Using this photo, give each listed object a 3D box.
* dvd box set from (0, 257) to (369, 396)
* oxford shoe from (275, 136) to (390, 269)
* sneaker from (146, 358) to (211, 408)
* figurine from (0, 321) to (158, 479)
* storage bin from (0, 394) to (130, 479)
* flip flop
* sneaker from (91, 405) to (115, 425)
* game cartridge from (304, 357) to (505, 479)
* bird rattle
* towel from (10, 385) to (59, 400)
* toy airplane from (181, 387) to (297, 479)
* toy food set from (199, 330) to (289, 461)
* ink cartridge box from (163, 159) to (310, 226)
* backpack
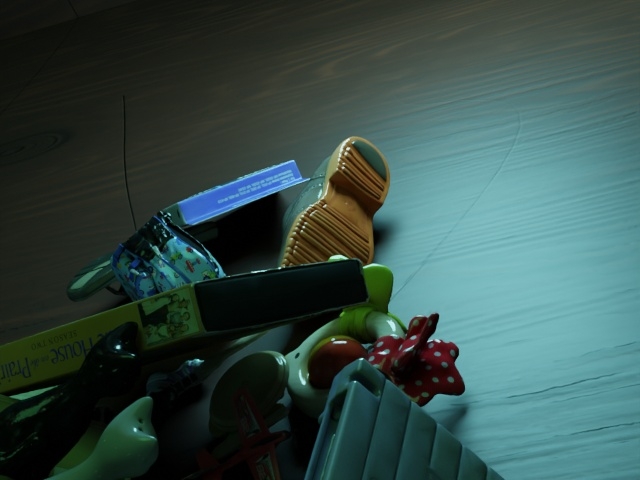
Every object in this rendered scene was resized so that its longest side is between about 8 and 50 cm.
[{"bbox_3d":[-0.192,0.110,1.598,0.420,0.062,0.307,-18,-6,36],"label":"dvd box set"},{"bbox_3d":[0.000,0.000,1.936,0.133,0.130,0.364,-36,17,40],"label":"oxford shoe"},{"bbox_3d":[-0.192,0.200,1.761,0.098,0.038,0.069,-23,27,17],"label":"sneaker"},{"bbox_3d":[-0.247,0.206,1.345,0.209,0.092,0.215,-43,34,12],"label":"figurine"},{"bbox_3d":[-0.356,0.302,1.478,0.260,0.123,0.262,18,24,-14],"label":"storage bin"},{"bbox_3d":[-0.268,0.043,2.058,0.277,0.080,0.112,-24,12,-41],"label":"flip flop"},{"bbox_3d":[-0.339,0.270,1.704,0.170,0.068,0.071,-35,25,-24],"label":"sneaker"},{"bbox_3d":[0.072,0.294,1.211,0.068,0.230,0.355,-35,18,30],"label":"game cartridge"},{"bbox_3d":[0.057,0.149,1.635,0.207,0.143,0.253,-36,40,0],"label":"bird rattle"},{"bbox_3d":[-0.430,0.230,1.878,0.148,0.027,0.110,-3,33,29],"label":"towel"},{"bbox_3d":[-0.092,0.257,1.552,0.151,0.028,0.151,-8,65,19],"label":"toy airplane"},{"bbox_3d":[-0.089,0.196,1.659,0.132,0.038,0.192,-33,33,12],"label":"toy food set"},{"bbox_3d":[-0.139,-0.074,2.109,0.206,0.045,0.208,-22,5,-16],"label":"ink cartridge box"},{"bbox_3d":[-0.201,0.065,1.892,0.117,0.158,0.173,-40,44,-17],"label":"backpack"}]
